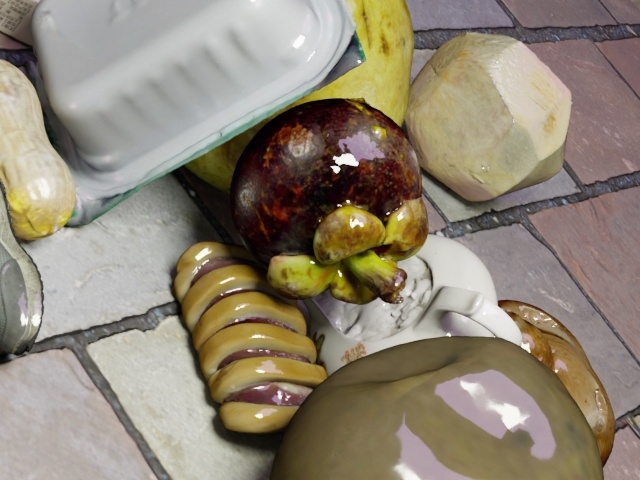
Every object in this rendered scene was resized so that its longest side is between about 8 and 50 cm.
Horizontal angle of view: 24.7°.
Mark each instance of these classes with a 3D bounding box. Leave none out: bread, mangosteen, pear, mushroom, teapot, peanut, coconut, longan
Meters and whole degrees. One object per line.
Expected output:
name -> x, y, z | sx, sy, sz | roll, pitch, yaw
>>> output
bread -> -0.060, 0.098, 1.419 | 0.134, 0.081, 0.225 | 17, 37, -43
mangosteen -> 0.017, -0.026, 1.402 | 0.192, 0.192, 0.217 | 16, 34, -41
pear -> -0.049, -0.181, 1.586 | 0.304, 0.304, 0.304 | 32, 32, -23
mushroom -> 0.211, 0.176, 1.596 | 0.253, 0.153, 0.253 | 24, 40, -22
teapot -> 0.087, 0.077, 1.488 | 0.204, 0.298, 0.139 | -58, 133, -26
peanut -> -0.288, -0.090, 1.357 | 0.087, 0.087, 0.207 | 4, 48, -50
coconut -> 0.231, -0.158, 1.998 | 0.236, 0.197, 0.237 | 19, 56, -32
longan -> 0.097, 0.227, 1.285 | 0.350, 0.288, 0.288 | -15, 64, -45

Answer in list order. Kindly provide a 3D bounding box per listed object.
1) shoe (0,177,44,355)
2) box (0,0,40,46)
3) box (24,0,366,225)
shoe -> -0.295, 0.019, 1.238 | 0.077, 0.074, 0.194 | 2, 47, -36
box -> -0.438, -0.357, 1.523 | 0.353, 0.069, 0.214 | 23, 37, -32
box -> -0.152, -0.205, 1.413 | 0.106, 0.336, 0.264 | 45, 19, -53
